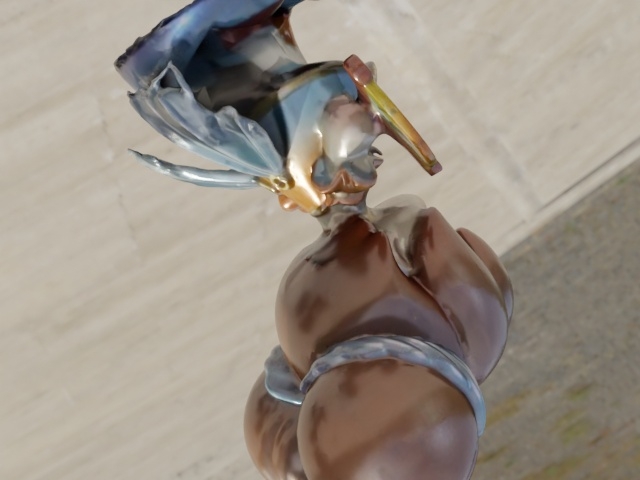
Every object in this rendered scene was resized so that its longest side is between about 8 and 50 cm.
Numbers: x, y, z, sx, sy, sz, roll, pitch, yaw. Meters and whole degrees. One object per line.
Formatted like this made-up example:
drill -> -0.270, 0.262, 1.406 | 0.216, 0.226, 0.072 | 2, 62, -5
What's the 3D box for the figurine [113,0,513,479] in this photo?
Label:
figurine -> 0.001, -0.001, 0.942 | 0.248, 0.388, 0.277 | -34, -173, -14
